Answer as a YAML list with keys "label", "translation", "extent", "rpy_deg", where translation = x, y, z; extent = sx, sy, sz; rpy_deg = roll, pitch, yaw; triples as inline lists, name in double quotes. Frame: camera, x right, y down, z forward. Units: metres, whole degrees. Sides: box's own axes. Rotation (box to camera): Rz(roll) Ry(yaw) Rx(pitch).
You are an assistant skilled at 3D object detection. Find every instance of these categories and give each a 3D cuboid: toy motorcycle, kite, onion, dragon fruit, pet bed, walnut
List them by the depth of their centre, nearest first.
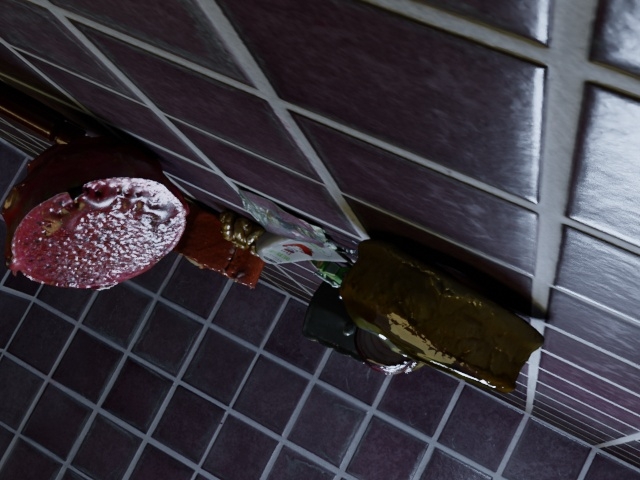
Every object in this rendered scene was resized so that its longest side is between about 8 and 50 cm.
- label: "kite"
  translation: [0.002, -0.003, 1.589]
  extent: [0.361, 0.022, 0.204]
  rpy_deg: [24, 166, 21]
- label: "onion"
  translation: [0.156, 0.169, 1.746]
  extent: [0.218, 0.195, 0.140]
  rpy_deg: [62, -171, 25]
- label: "dragon fruit"
  translation: [-0.487, -0.076, 1.769]
  extent: [0.370, 0.387, 0.249]
  rpy_deg: [87, 162, -55]
- label: "toy motorcycle"
  translation: [0.066, 0.091, 1.855]
  extent: [0.190, 0.074, 0.106]
  rpy_deg: [24, 163, 30]
- label: "walnut"
  translation: [-0.182, -0.011, 2.036]
  extent: [0.143, 0.069, 0.170]
  rpy_deg: [26, 170, 26]
- label: "pet bed"
  translation: [0.071, 0.198, 2.112]
  extent: [0.211, 0.183, 0.159]
  rpy_deg: [24, 174, 22]

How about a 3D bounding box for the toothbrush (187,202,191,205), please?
- label: "toothbrush"
  translation: [-0.312, -0.047, 2.421]
  extent: [0.024, 0.026, 0.288]
  rpy_deg: [19, 170, 37]

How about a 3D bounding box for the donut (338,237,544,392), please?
- label: "donut"
  translation: [0.181, 0.128, 1.339]
  extent: [0.330, 0.159, 0.330]
  rpy_deg: [32, 180, 0]

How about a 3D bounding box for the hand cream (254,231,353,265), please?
- label: "hand cream"
  translation: [-0.052, 0.014, 1.812]
  extent: [0.121, 0.076, 0.336]
  rpy_deg: [31, 165, -25]

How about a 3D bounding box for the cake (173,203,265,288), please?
- label: "cake"
  translation: [-0.270, 0.017, 2.225]
  extent: [0.283, 0.150, 0.177]
  rpy_deg: [25, 170, -19]

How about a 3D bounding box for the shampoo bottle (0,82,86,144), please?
- label: "shampoo bottle"
  translation: [-0.656, -0.283, 1.872]
  extent: [0.260, 0.064, 0.102]
  rpy_deg: [29, 172, -13]
